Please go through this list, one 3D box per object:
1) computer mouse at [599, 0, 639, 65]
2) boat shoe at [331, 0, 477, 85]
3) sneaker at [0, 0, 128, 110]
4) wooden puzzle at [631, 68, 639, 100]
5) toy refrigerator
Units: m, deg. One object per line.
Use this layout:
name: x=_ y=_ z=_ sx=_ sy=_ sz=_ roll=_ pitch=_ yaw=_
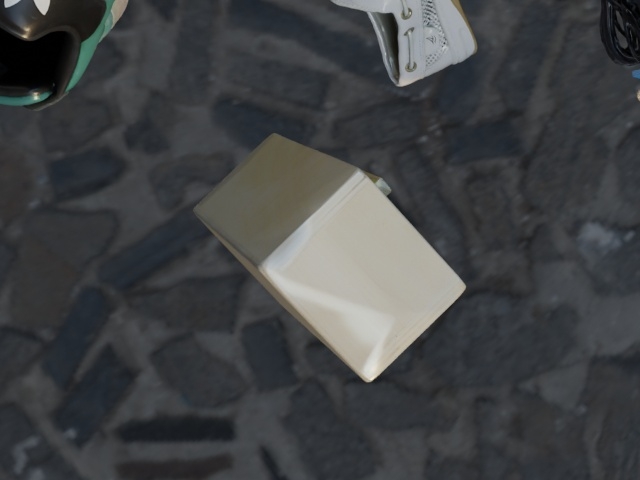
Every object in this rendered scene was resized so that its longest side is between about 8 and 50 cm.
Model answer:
computer mouse: x=0.355 y=-0.233 z=1.569 sx=0.272 sy=0.072 sz=0.188 roll=27 pitch=146 yaw=52
boat shoe: x=0.049 y=-0.235 z=1.453 sx=0.096 sy=0.277 sz=0.098 roll=-35 pitch=42 yaw=-3
sneaker: x=-0.166 y=-0.126 z=0.895 sx=0.108 sy=0.302 sz=0.121 roll=32 pitch=74 yaw=-8
wooden puzzle: x=0.300 y=-0.119 z=1.353 sx=0.078 sy=0.116 sz=0.014 roll=-17 pitch=59 yaw=23
toy refrigerator: x=0.000 y=0.000 z=1.114 sx=0.094 sy=0.269 sz=0.102 roll=-44 pitch=104 yaw=-3
